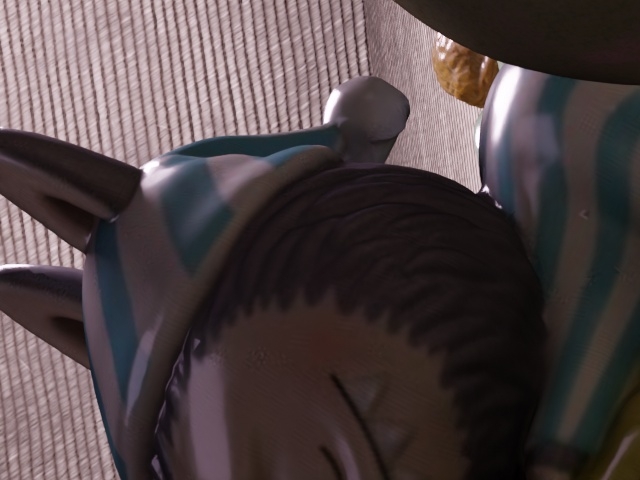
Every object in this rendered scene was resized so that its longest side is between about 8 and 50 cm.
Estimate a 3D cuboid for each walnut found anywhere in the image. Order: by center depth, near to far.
[{"bbox_3d":[0.149,-0.171,1.345,0.105,0.105,0.124,-102,20,-49],"label":"walnut"}]

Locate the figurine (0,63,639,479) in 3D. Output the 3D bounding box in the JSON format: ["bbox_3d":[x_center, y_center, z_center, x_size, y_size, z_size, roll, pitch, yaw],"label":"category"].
[{"bbox_3d":[0.000,0.000,0.775,0.266,0.378,0.361,151,143,-84],"label":"figurine"}]

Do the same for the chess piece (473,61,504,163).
[{"bbox_3d":[0.143,-0.144,0.989,0.194,0.195,0.299,-102,-3,-54],"label":"chess piece"}]

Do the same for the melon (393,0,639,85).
[{"bbox_3d":[0.119,-0.183,0.465,0.330,0.268,0.268,153,111,-64],"label":"melon"}]
